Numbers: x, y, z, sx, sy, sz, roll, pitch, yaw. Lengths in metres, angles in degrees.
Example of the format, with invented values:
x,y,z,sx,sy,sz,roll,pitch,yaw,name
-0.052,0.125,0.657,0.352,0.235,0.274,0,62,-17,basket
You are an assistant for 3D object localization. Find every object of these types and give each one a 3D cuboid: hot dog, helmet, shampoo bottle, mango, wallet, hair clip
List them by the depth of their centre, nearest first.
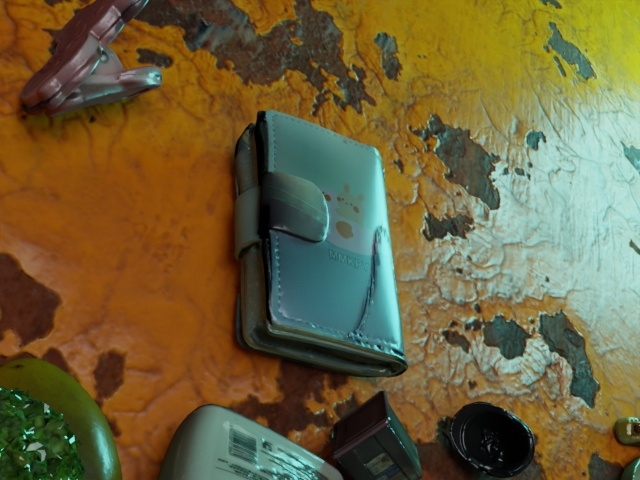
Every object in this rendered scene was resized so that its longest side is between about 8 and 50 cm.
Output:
x,y,z,sx,sy,sz,roll,pitch,yaw,name
-0.046,0.225,0.526,0.153,0.071,0.284,32,16,-13,shampoo bottle
-0.195,0.153,0.558,0.103,0.076,0.161,-5,57,-30,mango
-0.217,-0.173,0.728,0.138,0.123,0.102,-29,101,-47,hair clip
0.000,0.000,0.789,0.176,0.075,0.250,18,52,-29,wallet
0.169,0.198,0.796,0.084,0.049,0.065,32,81,18,helmet
0.387,0.226,0.939,0.090,0.034,0.030,17,53,-26,hot dog

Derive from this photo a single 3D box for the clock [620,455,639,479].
x,y,z,sx,sy,sz,roll,pitch,yaw,name
0.418,0.340,0.871,0.235,0.029,0.235,23,44,-24,clock

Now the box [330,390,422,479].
x,y,z,sx,sy,sz,roll,pitch,yaw,name
0.050,0.180,0.698,0.063,0.060,0.085,53,5,-4,box

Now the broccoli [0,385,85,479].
x,y,z,sx,sy,sz,roll,pitch,yaw,name
-0.236,0.216,0.314,0.321,0.413,0.310,-15,113,-30,broccoli
